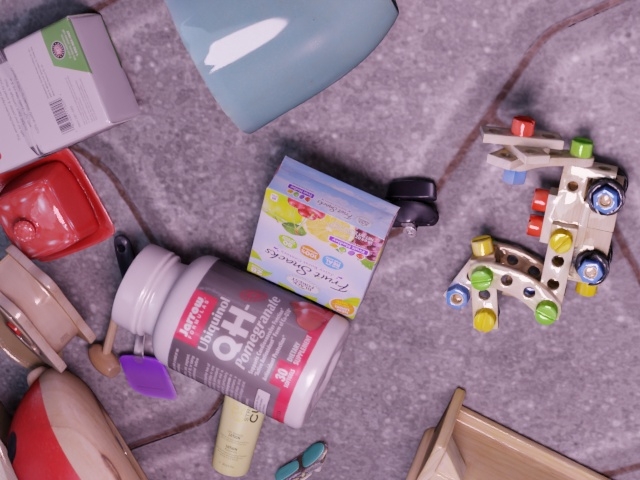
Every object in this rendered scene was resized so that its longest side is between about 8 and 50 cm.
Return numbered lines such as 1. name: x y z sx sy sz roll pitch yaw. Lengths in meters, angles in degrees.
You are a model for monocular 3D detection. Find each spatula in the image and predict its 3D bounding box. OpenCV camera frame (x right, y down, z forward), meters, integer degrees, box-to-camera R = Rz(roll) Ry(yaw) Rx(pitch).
1. spatula: -0.284 0.124 2.010 0.084 0.030 0.297 3 116 22

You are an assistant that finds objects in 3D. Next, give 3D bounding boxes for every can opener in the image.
1. can opener: 0.077 -0.038 1.812 0.186 0.073 0.059 -6 148 25

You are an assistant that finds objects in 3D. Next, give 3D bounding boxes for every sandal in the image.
1. sandal: -0.517 0.124 2.068 0.240 0.088 0.079 41 156 -20

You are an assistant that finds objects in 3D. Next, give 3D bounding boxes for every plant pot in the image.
1. plant pot: -0.044 -0.313 1.592 0.235 0.293 0.293 -25 106 10

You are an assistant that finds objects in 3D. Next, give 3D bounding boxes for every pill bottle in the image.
1. pill bottle: -0.132 0.129 1.878 0.318 0.176 0.176 25 120 8

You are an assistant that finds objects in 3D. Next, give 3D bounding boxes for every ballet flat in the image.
1. ballet flat: -0.021 0.353 2.038 0.114 0.041 0.041 -37 100 29

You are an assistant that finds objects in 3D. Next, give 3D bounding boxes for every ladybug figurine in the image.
1. ladybug figurine: -0.345 0.400 1.993 0.162 0.305 0.449 -31 77 -9

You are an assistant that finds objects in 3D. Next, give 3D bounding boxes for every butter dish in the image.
1. butter dish: -0.416 -0.035 1.926 0.159 0.118 0.160 -19 108 25

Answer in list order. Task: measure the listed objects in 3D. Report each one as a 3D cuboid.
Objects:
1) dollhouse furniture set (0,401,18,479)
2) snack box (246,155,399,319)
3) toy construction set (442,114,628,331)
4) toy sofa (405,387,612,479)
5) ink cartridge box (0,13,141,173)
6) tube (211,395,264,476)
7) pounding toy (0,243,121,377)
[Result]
1. dollhouse furniture set: -0.636 0.480 2.120 0.394 0.362 0.256 -32 102 -3
2. snack box: 0.000 0.000 1.797 0.174 0.070 0.207 24 146 6
3. toy construction set: 0.282 -0.024 1.704 0.215 0.151 0.328 12 129 12
4. toy sofa: 0.304 0.388 1.884 0.362 0.150 0.177 26 124 4
5. ink cartridge box: -0.389 -0.206 1.836 0.219 0.092 0.160 -19 95 25
6. tube: -0.116 0.249 2.004 0.070 0.062 0.240 3 114 -31
7. pounding toy: -0.402 0.095 1.979 0.154 0.155 0.269 31 158 39
